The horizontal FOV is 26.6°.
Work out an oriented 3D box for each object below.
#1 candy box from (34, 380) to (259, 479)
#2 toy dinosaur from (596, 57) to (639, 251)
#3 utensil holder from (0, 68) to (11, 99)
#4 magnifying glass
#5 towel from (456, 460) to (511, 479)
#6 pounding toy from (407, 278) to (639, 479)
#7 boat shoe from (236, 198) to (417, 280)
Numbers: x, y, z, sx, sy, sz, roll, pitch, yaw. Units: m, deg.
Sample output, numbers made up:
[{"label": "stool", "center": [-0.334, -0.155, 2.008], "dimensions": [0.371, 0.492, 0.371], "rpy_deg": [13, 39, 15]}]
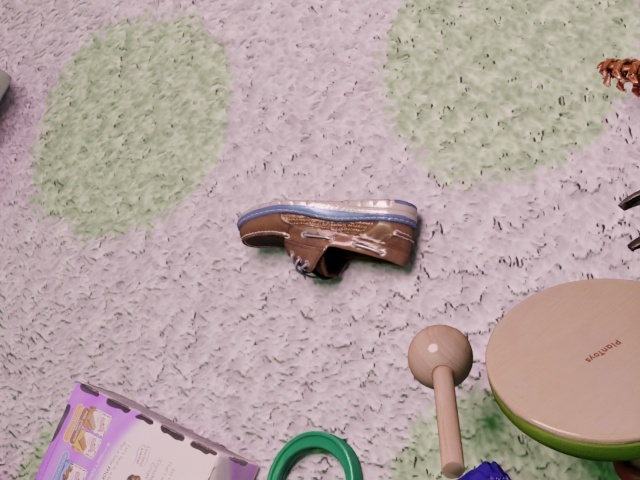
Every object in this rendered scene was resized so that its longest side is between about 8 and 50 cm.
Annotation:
[{"label": "candy box", "center": [-0.177, 0.246, 1.274], "dimensions": [0.196, 0.070, 0.164], "rpy_deg": [20, 84, 36]}, {"label": "toy dinosaur", "center": [0.352, -0.051, 1.035], "dimensions": [0.218, 0.164, 0.322], "rpy_deg": [-48, 35, -9]}, {"label": "utensil holder", "center": [-0.566, -0.095, 1.487], "dimensions": [0.328, 0.327, 0.385], "rpy_deg": [31, 88, 36]}, {"label": "magnifying glass", "center": [-0.019, 0.283, 1.194], "dimensions": [0.092, 0.026, 0.231], "rpy_deg": [5, 74, 33]}, {"label": "towel", "center": [0.067, 0.339, 1.057], "dimensions": [0.308, 0.076, 0.227], "rpy_deg": [-39, 50, 8]}, {"label": "pounding toy", "center": [0.197, 0.132, 1.052], "dimensions": [0.237, 0.110, 0.183], "rpy_deg": [-10, 36, -1]}, {"label": "boat shoe", "center": [0.000, 0.000, 1.254], "dimensions": [0.183, 0.066, 0.066], "rpy_deg": [-4, 73, 31]}]
